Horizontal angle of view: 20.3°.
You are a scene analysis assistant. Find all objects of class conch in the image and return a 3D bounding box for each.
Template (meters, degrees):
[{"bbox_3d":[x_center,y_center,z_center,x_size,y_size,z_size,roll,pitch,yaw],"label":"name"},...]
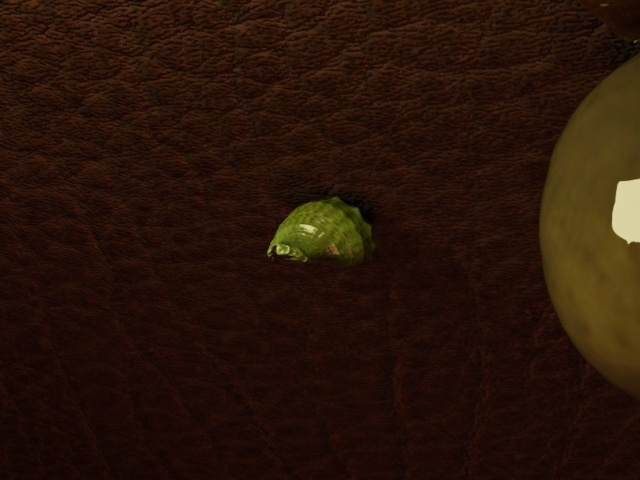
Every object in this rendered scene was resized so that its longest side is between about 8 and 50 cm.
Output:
[{"bbox_3d":[0.000,0.000,1.676,0.121,0.074,0.089,-18,175,-33],"label":"conch"}]

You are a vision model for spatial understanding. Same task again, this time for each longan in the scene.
[{"bbox_3d":[0.297,-0.007,1.234,0.297,0.297,0.297,12,156,6],"label":"longan"}]

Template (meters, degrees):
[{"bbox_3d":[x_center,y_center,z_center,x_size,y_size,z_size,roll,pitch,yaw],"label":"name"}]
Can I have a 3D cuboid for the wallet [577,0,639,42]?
[{"bbox_3d":[0.259,-0.178,1.208,0.176,0.026,0.095,-9,153,44],"label":"wallet"}]
